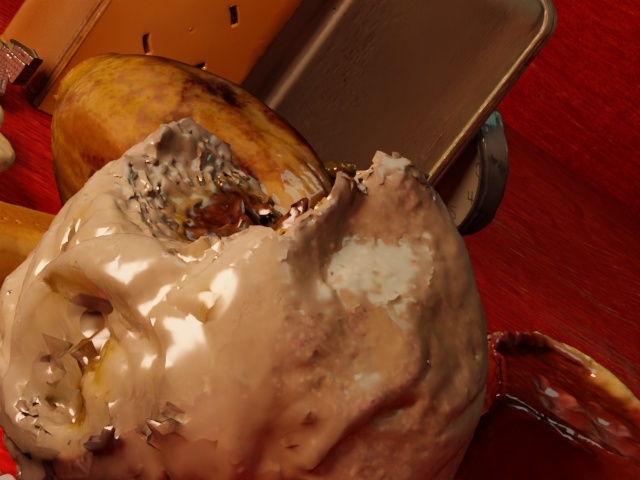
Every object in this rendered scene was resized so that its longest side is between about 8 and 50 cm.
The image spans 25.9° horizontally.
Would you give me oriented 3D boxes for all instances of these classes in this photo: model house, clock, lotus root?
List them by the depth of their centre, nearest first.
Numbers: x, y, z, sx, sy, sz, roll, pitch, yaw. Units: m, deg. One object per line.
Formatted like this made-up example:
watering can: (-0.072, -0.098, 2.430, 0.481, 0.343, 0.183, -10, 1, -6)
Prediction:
model house: (0.137, 0.182, 0.960, 0.160, 0.196, 0.254, 29, 14, 2)
lotus root: (-0.093, -0.039, 1.084, 0.291, 0.193, 0.193, 37, 13, 26)
model house: (-0.291, -0.154, 1.218, 0.083, 0.057, 0.058, 30, 13, -35)
clock: (0.154, -0.113, 1.825, 0.049, 0.226, 0.226, -13, 48, -34)

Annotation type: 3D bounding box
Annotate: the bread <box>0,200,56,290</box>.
bread: (-0.202, 0.016, 0.901, 0.092, 0.074, 0.239, 43, 15, 35)

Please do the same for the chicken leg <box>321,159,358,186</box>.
chicken leg: (-0.012, -0.004, 1.302, 0.211, 0.140, 0.361, 56, 0, -16)

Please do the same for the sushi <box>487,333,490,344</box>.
sushi: (0.220, 0.214, 1.215, 0.332, 0.124, 0.130, 39, 11, -5)

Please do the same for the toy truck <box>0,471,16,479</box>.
toy truck: (-0.211, 0.097, 0.596, 0.253, 0.114, 0.124, 46, 30, 25)

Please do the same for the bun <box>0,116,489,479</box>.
bun: (-0.065, 0.075, 0.753, 0.204, 0.281, 0.281, -10, 48, -45)

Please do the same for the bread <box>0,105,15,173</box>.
bread: (-0.354, -0.144, 1.005, 0.316, 0.054, 0.316, 40, 7, -6)

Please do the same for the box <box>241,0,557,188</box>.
box: (0.052, -0.213, 1.622, 0.344, 0.352, 0.177, 15, 28, -52)

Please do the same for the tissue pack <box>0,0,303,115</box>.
tissue pack: (-0.157, -0.240, 1.359, 0.194, 0.274, 0.145, 22, 21, -48)
